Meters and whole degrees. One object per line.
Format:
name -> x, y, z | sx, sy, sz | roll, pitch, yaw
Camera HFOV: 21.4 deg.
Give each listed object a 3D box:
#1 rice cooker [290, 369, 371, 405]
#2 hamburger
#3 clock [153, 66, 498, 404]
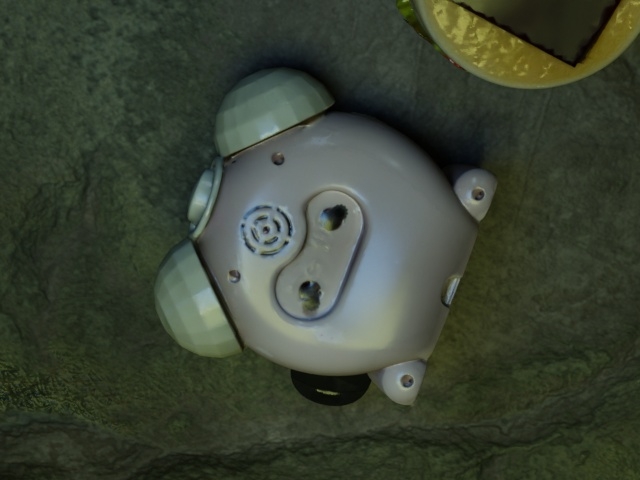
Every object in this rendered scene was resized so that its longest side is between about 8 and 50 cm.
rice cooker -> 0.020, 0.125, 2.089 | 0.112, 0.106, 0.165 | 12, 118, 0
hamburger -> 0.219, -0.302, 1.767 | 0.302, 0.170, 0.302 | 1, 120, 1
clock -> 0.000, 0.000, 1.927 | 0.326, 0.184, 0.342 | 21, 87, -3
